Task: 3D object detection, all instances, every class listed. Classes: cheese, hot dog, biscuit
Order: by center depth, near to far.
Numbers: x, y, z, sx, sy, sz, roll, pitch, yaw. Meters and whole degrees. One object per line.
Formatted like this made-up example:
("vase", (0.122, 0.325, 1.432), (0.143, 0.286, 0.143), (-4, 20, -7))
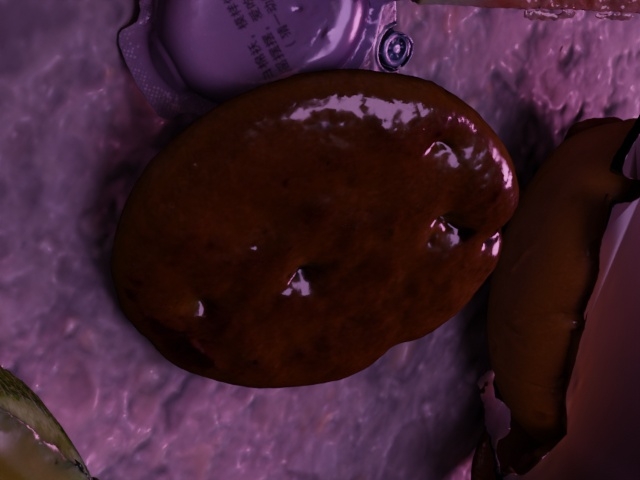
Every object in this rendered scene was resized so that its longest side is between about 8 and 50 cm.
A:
("cheese", (-0.004, -0.120, 0.703), (0.191, 0.042, 0.105), (-27, 103, 2))
("biscuit", (0.000, 0.000, 0.746), (0.212, 0.036, 0.212), (-13, 137, -12))
("hot dog", (0.161, 0.041, 0.940), (0.194, 0.107, 0.326), (20, 102, -37))

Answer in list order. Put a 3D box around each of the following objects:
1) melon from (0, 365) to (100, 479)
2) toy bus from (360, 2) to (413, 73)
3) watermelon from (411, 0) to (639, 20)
("melon", (-0.162, 0.123, 0.691), (0.118, 0.064, 0.209), (-52, 133, -8))
("toy bus", (0.012, -0.062, 0.787), (0.065, 0.047, 0.165), (-23, 123, -31))
("watermelon", (0.182, -0.212, 0.780), (0.232, 0.193, 0.310), (38, 81, -45))
